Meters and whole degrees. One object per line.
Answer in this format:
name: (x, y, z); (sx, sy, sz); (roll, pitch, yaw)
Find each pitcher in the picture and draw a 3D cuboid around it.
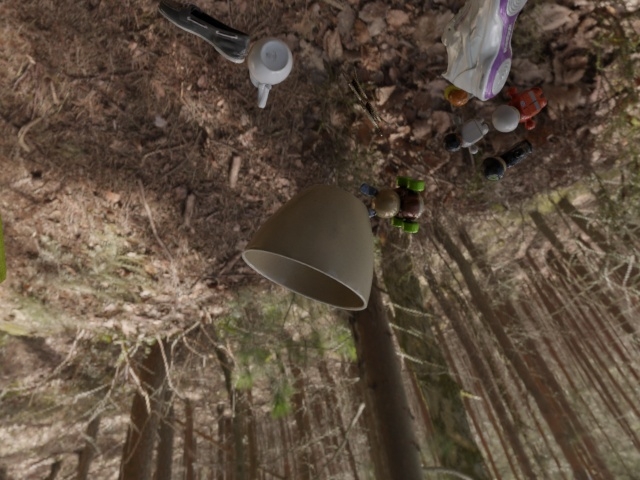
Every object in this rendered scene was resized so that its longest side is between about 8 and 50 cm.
pitcher: (-0.154, -0.486, 1.430); (0.125, 0.207, 0.178); (-2, 97, -17)

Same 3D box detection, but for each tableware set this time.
tableware set: (0.124, -0.381, 1.324); (0.039, 0.194, 0.128); (-32, 144, 14)

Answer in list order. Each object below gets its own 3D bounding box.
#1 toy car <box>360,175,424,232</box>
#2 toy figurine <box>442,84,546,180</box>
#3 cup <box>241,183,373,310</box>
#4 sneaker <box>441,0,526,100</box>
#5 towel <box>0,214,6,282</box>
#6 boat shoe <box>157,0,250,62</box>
toy car: (0.198, -0.113, 1.467); (0.188, 0.149, 0.155); (1, 104, -18)
toy figurine: (0.391, -0.270, 1.151); (0.148, 0.209, 0.213); (-33, 144, -23)
cup: (0.000, 0.000, 1.240); (0.331, 0.237, 0.331); (20, 162, 7)
sneaker: (0.294, -0.420, 0.916); (0.114, 0.152, 0.305); (-30, 140, -32)
towel: (-0.347, -0.043, 0.477); (0.021, 0.102, 0.237); (13, 114, 3)
boat shoe: (-0.376, -0.719, 1.623); (0.335, 0.112, 0.095); (33, 126, -2)
